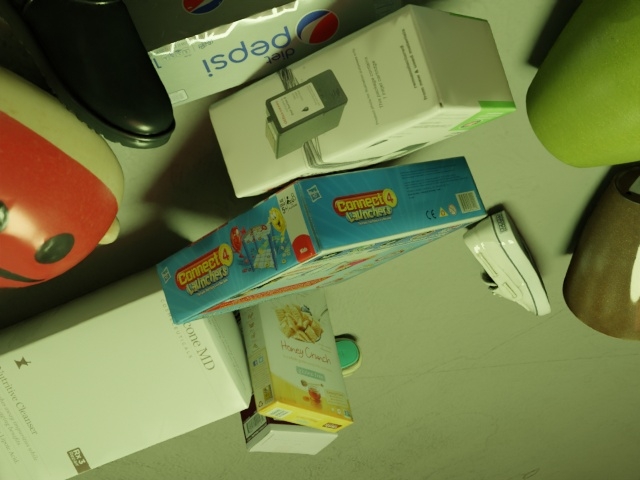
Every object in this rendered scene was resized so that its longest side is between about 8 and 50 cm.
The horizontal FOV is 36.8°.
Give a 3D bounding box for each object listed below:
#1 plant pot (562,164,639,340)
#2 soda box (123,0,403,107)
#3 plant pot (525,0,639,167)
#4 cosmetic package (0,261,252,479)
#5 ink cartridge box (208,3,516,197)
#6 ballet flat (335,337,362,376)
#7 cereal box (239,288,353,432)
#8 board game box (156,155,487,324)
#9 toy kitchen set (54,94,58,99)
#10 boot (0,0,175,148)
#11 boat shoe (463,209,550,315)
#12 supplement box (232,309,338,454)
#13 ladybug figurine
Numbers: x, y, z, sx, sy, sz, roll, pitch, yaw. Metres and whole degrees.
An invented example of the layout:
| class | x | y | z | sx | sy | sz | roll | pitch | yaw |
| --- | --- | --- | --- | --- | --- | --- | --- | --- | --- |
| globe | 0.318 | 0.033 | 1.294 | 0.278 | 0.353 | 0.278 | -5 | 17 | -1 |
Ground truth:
| class | x | y | z | sx | sy | sz | roll | pitch | yaw |
| --- | --- | --- | --- | --- | --- | --- | --- | --- | --- |
| plant pot | 0.506 | 0.003 | 1.527 | 0.215 | 0.215 | 0.230 | -11 | 130 | -8 |
| soda box | -0.061 | -0.241 | 1.021 | 0.286 | 0.098 | 0.091 | -19 | 146 | 2 |
| plant pot | 0.395 | -0.209 | 1.149 | 0.274 | 0.275 | 0.293 | 6 | 155 | -30 |
| cosmetic package | -0.307 | 0.189 | 1.384 | 0.385 | 0.156 | 0.217 | -24 | 105 | 10 |
| ink cartridge box | 0.046 | -0.147 | 1.064 | 0.273 | 0.115 | 0.198 | -20 | 176 | 34 |
| ballet flat | -0.047 | 0.234 | 1.703 | 0.248 | 0.086 | 0.086 | -10 | 144 | -12 |
| cereal box | -0.042 | 0.160 | 1.454 | 0.047 | 0.240 | 0.173 | -34 | 143 | 30 |
| board game box | 0.000 | 0.000 | 1.231 | 0.308 | 0.086 | 0.302 | -12 | 169 | -44 |
| toy kitchen set | -0.300 | -0.154 | 1.068 | 0.075 | 0.068 | 0.083 | -12 | 144 | -7 |
| boot | -0.194 | -0.231 | 0.880 | 0.094 | 0.246 | 0.207 | -31 | 166 | -48 |
| boat shoe | 0.308 | 0.052 | 1.583 | 0.088 | 0.096 | 0.267 | -23 | 144 | 15 |
| supplement box | -0.067 | 0.211 | 1.514 | 0.130 | 0.239 | 0.073 | 12 | 138 | -34 |
| ladybug figurine | -0.413 | -0.067 | 1.009 | 0.449 | 0.162 | 0.305 | 21 | 143 | -31 |
